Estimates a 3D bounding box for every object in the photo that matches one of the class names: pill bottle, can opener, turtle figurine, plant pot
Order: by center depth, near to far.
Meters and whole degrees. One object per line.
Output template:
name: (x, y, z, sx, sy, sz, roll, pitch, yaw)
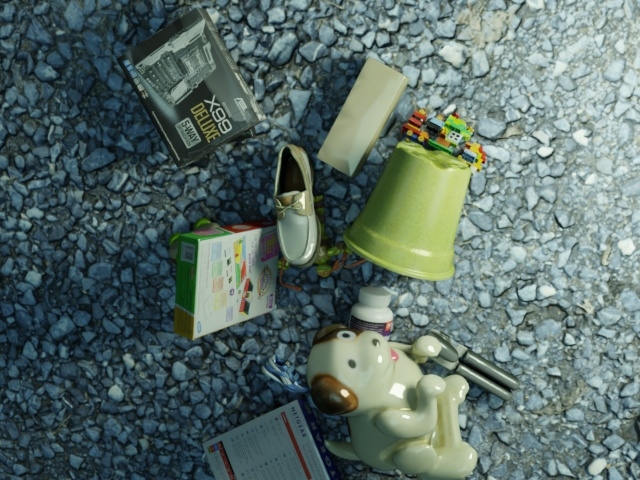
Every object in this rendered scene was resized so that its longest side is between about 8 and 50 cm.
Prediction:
plant pot: (0.222, -0.081, 1.771, 0.276, 0.276, 0.254, 21, 109, 4)
turtle figurine: (0.000, 0.000, 1.930, 0.270, 0.087, 0.217, -16, 89, 28)
can opener: (0.373, 0.320, 1.942, 0.280, 0.093, 0.074, 30, 106, -3)
pill bottle: (0.125, 0.220, 1.947, 0.108, 0.108, 0.193, 10, 104, 7)

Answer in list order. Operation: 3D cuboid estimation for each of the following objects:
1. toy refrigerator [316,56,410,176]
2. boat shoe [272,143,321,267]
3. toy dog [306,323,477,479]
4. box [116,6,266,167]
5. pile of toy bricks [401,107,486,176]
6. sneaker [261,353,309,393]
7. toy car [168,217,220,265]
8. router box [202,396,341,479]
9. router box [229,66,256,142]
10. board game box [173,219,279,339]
toy refrigerator: (0.104, -0.296, 1.852, 0.102, 0.094, 0.269, 30, 104, 9)
boat shoe: (-0.069, -0.087, 1.849, 0.113, 0.103, 0.302, -12, 70, 18)
toy dog: (0.132, 0.356, 1.811, 0.395, 0.284, 0.408, -17, 130, 30)
box: (-0.311, -0.367, 1.862, 0.242, 0.076, 0.307, -27, 94, 14)
pile of toy bricks: (0.309, -0.258, 1.831, 0.212, 0.118, 0.105, 30, 66, 13)
sneaker: (-0.086, 0.356, 2.040, 0.144, 0.053, 0.059, 32, 103, 0)
toy car: (-0.286, 0.061, 1.964, 0.149, 0.155, 0.188, -31, 116, -7)
router box: (-0.114, 0.631, 2.028, 0.301, 0.082, 0.335, -26, 77, 12)
router box: (-0.248, -0.332, 1.923, 0.133, 0.046, 0.179, -11, 99, 12)
board game box: (-0.220, 0.086, 1.870, 0.064, 0.316, 0.242, 14, 105, 31)
